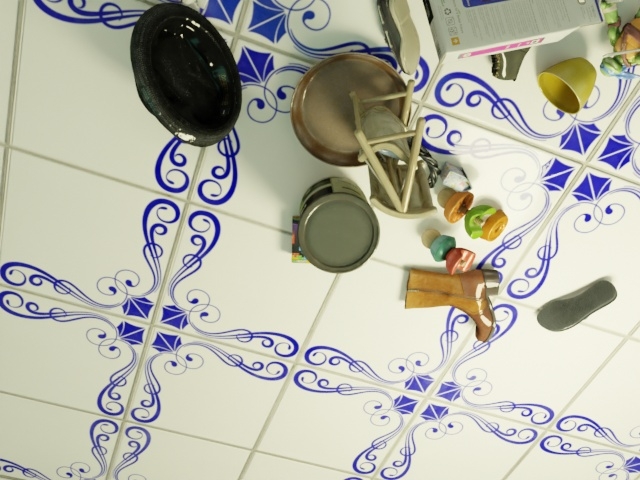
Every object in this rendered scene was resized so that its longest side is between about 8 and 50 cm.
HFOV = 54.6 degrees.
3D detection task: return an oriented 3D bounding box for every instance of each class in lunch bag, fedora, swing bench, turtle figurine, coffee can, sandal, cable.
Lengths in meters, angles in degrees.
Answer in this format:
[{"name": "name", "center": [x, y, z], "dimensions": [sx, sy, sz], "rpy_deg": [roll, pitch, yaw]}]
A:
[{"name": "lunch bag", "center": [0.373, -0.172, 1.693], "dimensions": [0.083, 0.071, 0.053], "rpy_deg": [25, 117, -13]}, {"name": "fedora", "center": [-0.343, -0.379, 1.473], "dimensions": [0.152, 0.334, 0.334], "rpy_deg": [-4, 130, 40]}, {"name": "swing bench", "center": [0.174, -0.214, 1.497], "dimensions": [0.165, 0.253, 0.255], "rpy_deg": [-10, 123, 7]}, {"name": "turtle figurine", "center": [0.723, -0.504, 1.397], "dimensions": [0.274, 0.198, 0.266], "rpy_deg": [33, 114, -24]}, {"name": "coffee can", "center": [0.042, -0.048, 1.621], "dimensions": [0.201, 0.275, 0.202], "rpy_deg": [0, 104, -1]}, {"name": "sandal", "center": [0.809, 0.217, 1.948], "dimensions": [0.254, 0.097, 0.054], "rpy_deg": [-29, 146, 19]}, {"name": "cable", "center": [0.239, -0.193, 1.692], "dimensions": [0.150, 0.047, 0.184], "rpy_deg": [-38, 117, 23]}]

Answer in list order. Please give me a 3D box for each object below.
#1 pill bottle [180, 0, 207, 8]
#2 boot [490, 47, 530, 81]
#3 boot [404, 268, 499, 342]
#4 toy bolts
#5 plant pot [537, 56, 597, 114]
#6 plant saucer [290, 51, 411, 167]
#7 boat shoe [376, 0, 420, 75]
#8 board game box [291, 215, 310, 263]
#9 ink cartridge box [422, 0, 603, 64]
[{"name": "pill bottle", "center": [-0.318, -0.591, 1.400], "dimensions": [0.151, 0.086, 0.086], "rpy_deg": [25, 120, -17]}, {"name": "boot", "center": [0.416, -0.449, 1.491], "dimensions": [0.197, 0.077, 0.137], "rpy_deg": [2, 130, -15]}, {"name": "boot", "center": [0.404, 0.208, 1.934], "dimensions": [0.280, 0.096, 0.264], "rpy_deg": [-2, 124, 2]}, {"name": "toy bolts", "center": [0.398, -0.036, 1.778], "dimensions": [0.218, 0.158, 0.229], "rpy_deg": [0, 124, -50]}, {"name": "plant pot", "center": [0.618, -0.392, 1.523], "dimensions": [0.095, 0.134, 0.134], "rpy_deg": [-43, 116, -1]}, {"name": "plant saucer", "center": [0.077, -0.335, 1.595], "dimensions": [0.310, 0.050, 0.311], "rpy_deg": [0, 123, -1]}, {"name": "boat shoe", "center": [0.187, -0.497, 1.494], "dimensions": [0.064, 0.075, 0.206], "rpy_deg": [19, 143, 41]}, {"name": "board game box", "center": [0.000, 0.000, 1.821], "dimensions": [0.170, 0.048, 0.141], "rpy_deg": [1, 125, -1]}, {"name": "ink cartridge box", "center": [0.425, -0.519, 1.386], "dimensions": [0.370, 0.069, 0.176], "rpy_deg": [-13, 81, -3]}]
